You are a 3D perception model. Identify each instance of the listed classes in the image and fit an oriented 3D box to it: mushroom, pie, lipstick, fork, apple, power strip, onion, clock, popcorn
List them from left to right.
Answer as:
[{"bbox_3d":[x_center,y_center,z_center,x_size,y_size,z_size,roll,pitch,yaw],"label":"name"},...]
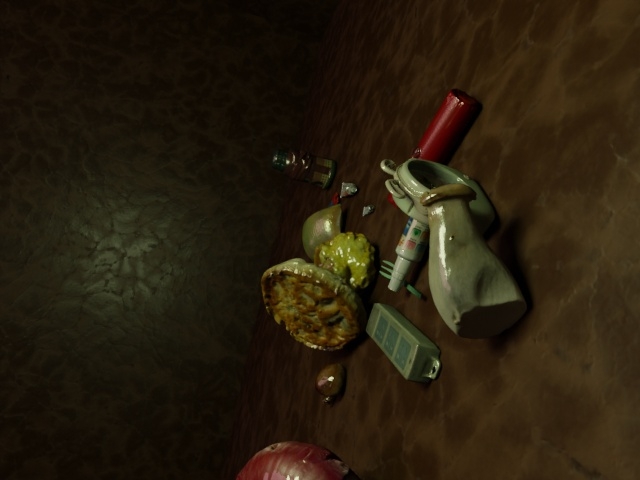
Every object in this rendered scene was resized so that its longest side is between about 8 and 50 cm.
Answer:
[{"bbox_3d":[-0.014,0.169,1.175,0.092,0.315,0.315,-52,-4,-39],"label":"pie"},{"bbox_3d":[-0.003,0.541,0.845,0.348,0.286,0.346,5,97,41],"label":"onion"},{"bbox_3d":[0.000,0.000,1.640,0.265,0.120,0.193,125,144,-62],"label":"apple"},{"bbox_3d":[0.021,0.394,1.220,0.088,0.073,0.129,32,112,44],"label":"mushroom"},{"bbox_3d":[0.064,0.066,1.223,0.197,0.156,0.197,-44,35,43],"label":"popcorn"},{"bbox_3d":[0.157,0.199,0.910,0.272,0.052,0.078,-137,63,-75],"label":"power strip"},{"bbox_3d":[0.181,0.091,1.004,0.235,0.021,0.039,-134,55,-73],"label":"fork"},{"bbox_3d":[0.235,-0.184,0.967,0.073,0.073,0.279,-92,22,-50],"label":"lipstick"},{"bbox_3d":[0.191,-0.080,0.774,0.151,0.191,0.062,-93,22,-52],"label":"clock"},{"bbox_3d":[0.204,0.031,0.658,0.093,0.116,0.224,37,-148,-68],"label":"mushroom"}]

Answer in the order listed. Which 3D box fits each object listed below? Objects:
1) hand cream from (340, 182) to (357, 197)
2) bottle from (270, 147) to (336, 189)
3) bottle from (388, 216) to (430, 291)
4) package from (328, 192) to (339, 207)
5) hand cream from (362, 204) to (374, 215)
[{"bbox_3d":[0.095,-0.179,1.615,0.052,0.038,0.216,-51,9,0],"label":"hand cream"},{"bbox_3d":[-0.078,-0.315,1.934,0.156,0.272,0.143,120,160,-49],"label":"bottle"},{"bbox_3d":[0.193,0.006,0.939,0.060,0.060,0.216,-121,50,-72],"label":"bottle"},{"bbox_3d":[0.032,-0.088,1.785,0.083,0.022,0.200,-99,28,-58],"label":"package"},{"bbox_3d":[0.144,-0.091,1.362,0.093,0.019,0.030,160,121,-82],"label":"hand cream"}]
